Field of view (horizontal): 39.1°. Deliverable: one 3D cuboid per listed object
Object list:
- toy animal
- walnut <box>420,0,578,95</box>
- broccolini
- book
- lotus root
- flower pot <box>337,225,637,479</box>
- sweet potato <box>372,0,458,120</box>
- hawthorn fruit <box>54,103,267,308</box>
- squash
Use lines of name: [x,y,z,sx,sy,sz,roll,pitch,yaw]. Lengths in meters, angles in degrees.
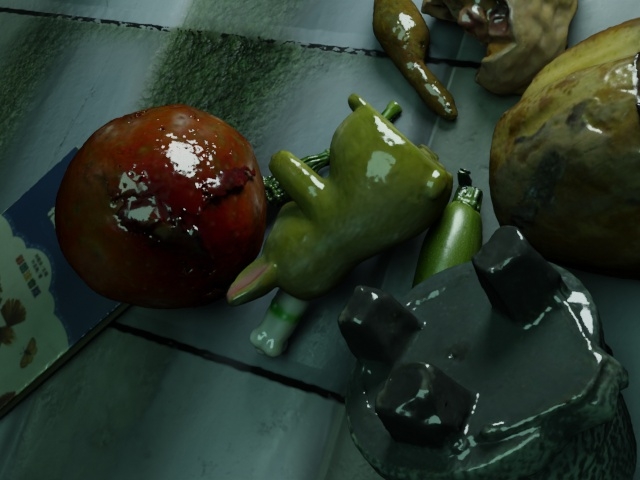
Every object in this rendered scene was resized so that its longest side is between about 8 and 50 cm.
toy animal: [0.000,-0.018,1.169,0.363,0.181,0.180,-36,49,19]
walnut: [0.253,-0.334,1.213,0.204,0.141,0.238,-34,64,4]
broccolini: [0.014,-0.126,1.294,0.239,0.051,0.054,-33,99,6]
book: [-0.476,0.087,1.437,0.428,0.039,0.300,-41,60,5]
lotus root: [0.316,-0.103,1.020,0.250,0.316,0.316,-8,68,34]
flower pot: [0.185,0.154,0.927,0.299,0.283,0.299,-26,32,18]
sweet potato: [0.123,-0.281,1.288,0.074,0.075,0.269,-27,66,13]
hawthorn fruit: [-0.221,-0.040,1.231,0.316,0.316,0.316,-8,68,21]
squash: [0.156,0.061,1.139,0.087,0.087,0.332,8,72,26]
